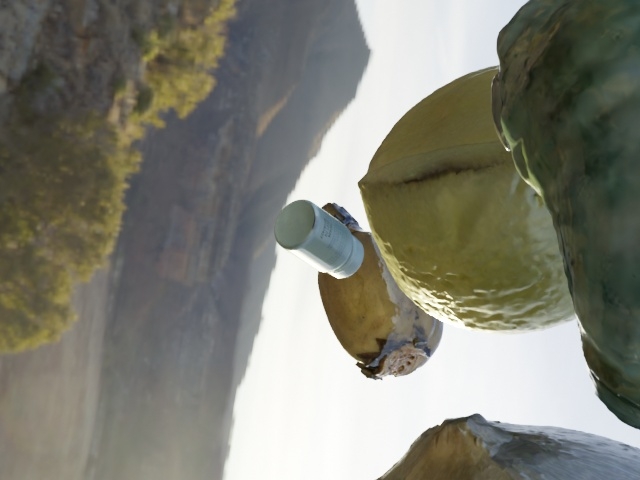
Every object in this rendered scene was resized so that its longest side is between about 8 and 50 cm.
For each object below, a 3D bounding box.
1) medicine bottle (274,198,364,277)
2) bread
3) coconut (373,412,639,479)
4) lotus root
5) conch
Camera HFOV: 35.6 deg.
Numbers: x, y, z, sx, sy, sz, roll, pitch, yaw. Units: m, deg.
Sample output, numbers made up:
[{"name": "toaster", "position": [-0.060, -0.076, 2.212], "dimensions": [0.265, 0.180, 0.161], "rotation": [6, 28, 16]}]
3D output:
[{"name": "medicine bottle", "position": [0.000, 0.000, 0.868], "dimensions": [0.083, 0.047, 0.047], "rotation": [33, 57, -50]}, {"name": "bread", "position": [0.207, -0.050, 1.104], "dimensions": [0.320, 0.320, 0.237], "rotation": [-89, 159, -55]}, {"name": "coconut", "position": [0.179, 0.322, 0.874], "dimensions": [0.404, 0.404, 0.405], "rotation": [-170, -90, -84]}, {"name": "lotus root", "position": [0.079, 0.068, 1.584], "dimensions": [0.183, 0.182, 0.310], "rotation": [107, -36, -49]}, {"name": "conch", "position": [0.197, -0.005, 0.510], "dimensions": [0.195, 0.277, 0.220], "rotation": [-59, -175, 51]}]
